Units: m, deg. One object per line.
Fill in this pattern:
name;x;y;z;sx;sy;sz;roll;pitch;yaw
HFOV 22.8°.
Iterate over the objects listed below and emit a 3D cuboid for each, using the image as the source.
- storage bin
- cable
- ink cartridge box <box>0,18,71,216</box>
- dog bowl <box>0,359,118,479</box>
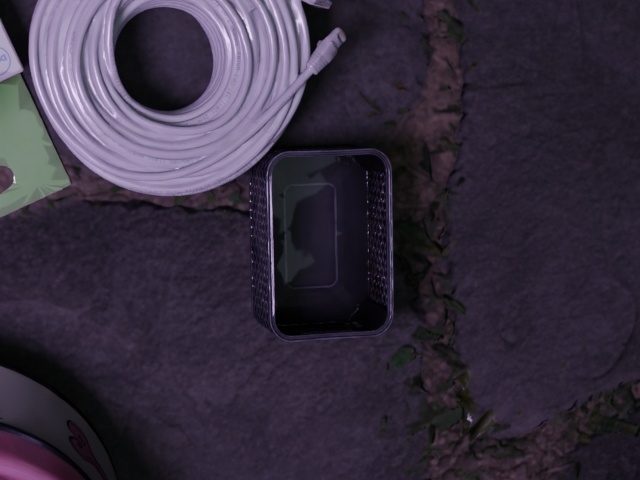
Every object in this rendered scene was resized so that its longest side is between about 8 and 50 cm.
storage bin;0.000;0.000;1.524;0.122;0.084;0.180;-3;98;-15
cable;-0.140;-0.171;1.466;0.257;0.089;0.257;34;88;-15
ink cartridge box;-0.346;-0.121;1.436;0.171;0.056;0.235;-26;100;-11
dog bowl;-0.352;0.309;1.387;0.407;0.150;0.408;-7;110;-20
